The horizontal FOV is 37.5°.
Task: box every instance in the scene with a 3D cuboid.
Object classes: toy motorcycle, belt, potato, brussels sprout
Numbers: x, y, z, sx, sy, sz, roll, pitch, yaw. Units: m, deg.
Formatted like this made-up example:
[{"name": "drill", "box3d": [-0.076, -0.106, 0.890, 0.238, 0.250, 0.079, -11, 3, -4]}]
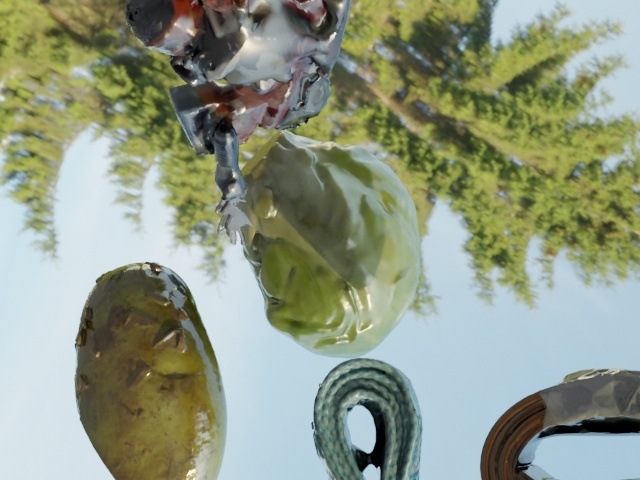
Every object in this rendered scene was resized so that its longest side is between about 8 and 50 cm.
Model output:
[{"name": "toy motorcycle", "box3d": [-0.078, -0.154, 0.906, 0.401, 0.207, 0.134, 101, -33, -54]}, {"name": "belt", "box3d": [0.293, 0.216, 0.919, 0.261, 0.105, 0.184, -13, -107, 25]}, {"name": "potato", "box3d": [-0.195, 0.167, 1.071, 0.176, 0.141, 0.298, -28, -114, 34]}, {"name": "belt", "box3d": [0.060, 0.233, 0.677, 0.072, 0.087, 0.302, 93, -17, -78]}, {"name": "brussels sprout", "box3d": [0.008, 0.002, 1.285, 0.242, 0.273, 0.317, -26, -92, 32]}]
